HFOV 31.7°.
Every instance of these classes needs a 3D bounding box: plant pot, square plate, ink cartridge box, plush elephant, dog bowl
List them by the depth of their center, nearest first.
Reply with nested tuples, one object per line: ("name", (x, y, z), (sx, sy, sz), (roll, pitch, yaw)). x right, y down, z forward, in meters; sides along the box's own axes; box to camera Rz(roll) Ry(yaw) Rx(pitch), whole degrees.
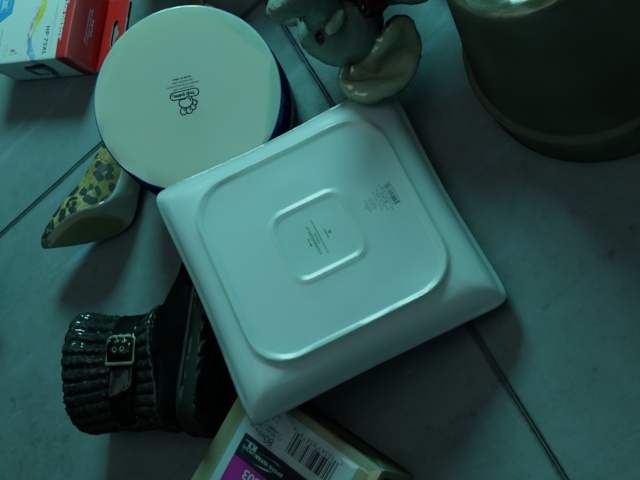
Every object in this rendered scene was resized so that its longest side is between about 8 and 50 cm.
("plant pot", (0.274, -0.278, 1.269), (0.323, 0.280, 0.323), (-8, 73, 29))
("square plate", (0.000, 0.000, 1.392), (0.344, 0.049, 0.347), (-27, 66, 1))
("ink cartridge box", (-0.034, 0.309, 1.402), (0.234, 0.088, 0.193), (30, 91, 33))
("plush elephant", (0.034, -0.332, 1.402), (0.272, 0.330, 0.255), (40, 101, 29))
("dog bowl", (-0.173, -0.185, 1.557), (0.265, 0.104, 0.265), (-1, 81, 7))
("ink cartridge box", (-0.427, -0.340, 1.827), (0.231, 0.078, 0.134), (0, 76, 31))

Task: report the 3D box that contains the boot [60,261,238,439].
("boot", (-0.218, 0.102, 1.546), (0.260, 0.131, 0.348), (-1, 70, 37))

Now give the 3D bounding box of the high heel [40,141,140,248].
("high heel", (-0.332, -0.107, 1.706), (0.261, 0.093, 0.186), (-31, 56, 18))

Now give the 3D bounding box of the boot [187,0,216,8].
("boot", (-0.181, -0.269, 1.666), (0.152, 0.073, 0.197), (-48, 62, 5))
